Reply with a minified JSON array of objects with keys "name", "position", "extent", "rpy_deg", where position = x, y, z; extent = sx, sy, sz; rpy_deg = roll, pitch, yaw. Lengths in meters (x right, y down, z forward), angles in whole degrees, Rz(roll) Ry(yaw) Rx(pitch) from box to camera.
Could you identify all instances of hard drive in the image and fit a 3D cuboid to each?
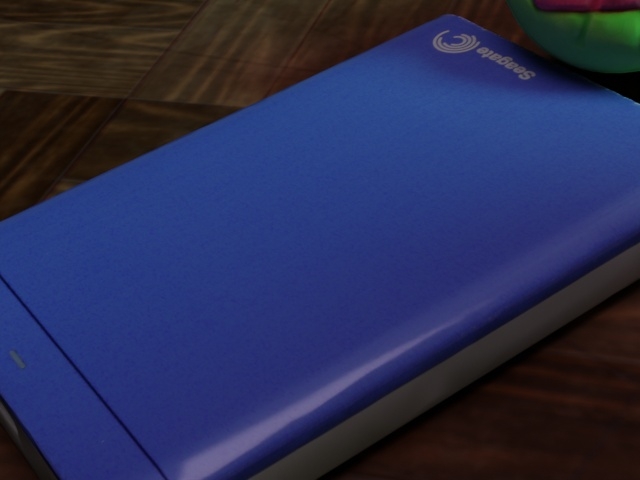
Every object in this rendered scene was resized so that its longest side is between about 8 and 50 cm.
[{"name":"hard drive","position":[0.000,0.000,0.555],"extent":[0.318,0.040,0.210],"rpy_deg":[-28,41,-23]}]

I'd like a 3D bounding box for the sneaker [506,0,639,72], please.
[{"name":"sneaker","position":[0.327,-0.197,0.584],"extent":[0.482,0.185,0.202],"rpy_deg":[-8,3,20]}]
